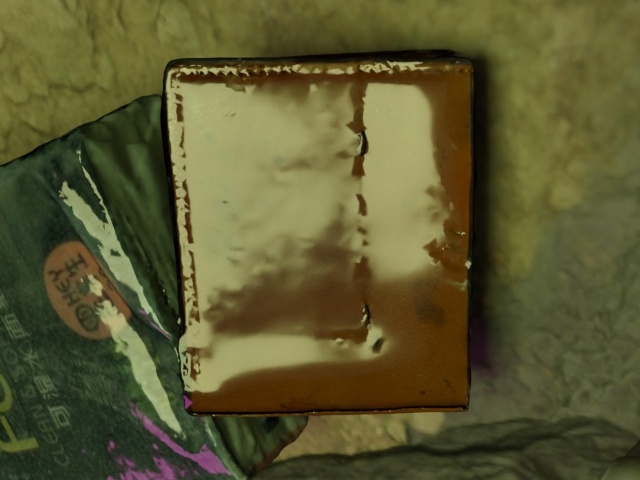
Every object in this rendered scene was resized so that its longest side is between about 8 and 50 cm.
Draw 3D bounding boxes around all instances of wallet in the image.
[{"bbox_3d":[0.001,-0.001,0.578,0.161,0.042,0.195,-1,108,10],"label":"wallet"}]

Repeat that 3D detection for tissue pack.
[{"bbox_3d":[-0.179,0.059,0.743,0.316,0.103,0.228,-16,101,40],"label":"tissue pack"}]

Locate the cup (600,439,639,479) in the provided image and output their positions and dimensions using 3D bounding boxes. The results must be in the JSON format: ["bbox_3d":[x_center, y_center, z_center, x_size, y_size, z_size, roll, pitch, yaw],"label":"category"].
[{"bbox_3d":[0.195,0.122,0.474,0.142,0.134,0.173,33,129,22],"label":"cup"}]
